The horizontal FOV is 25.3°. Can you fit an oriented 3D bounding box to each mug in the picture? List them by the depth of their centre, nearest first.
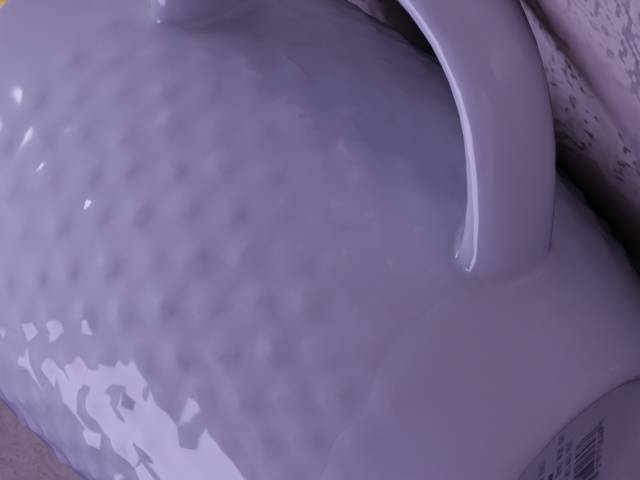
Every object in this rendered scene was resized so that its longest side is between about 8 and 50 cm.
[{"bbox_3d":[0.000,0.000,0.673,0.328,0.276,0.374,37,140,32],"label":"mug"}]

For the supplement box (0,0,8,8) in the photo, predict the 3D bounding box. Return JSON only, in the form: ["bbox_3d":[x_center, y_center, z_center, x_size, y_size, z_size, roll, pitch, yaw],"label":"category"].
[{"bbox_3d":[-0.111,-0.130,1.313,0.195,0.194,0.356,51,177,27],"label":"supplement box"}]
